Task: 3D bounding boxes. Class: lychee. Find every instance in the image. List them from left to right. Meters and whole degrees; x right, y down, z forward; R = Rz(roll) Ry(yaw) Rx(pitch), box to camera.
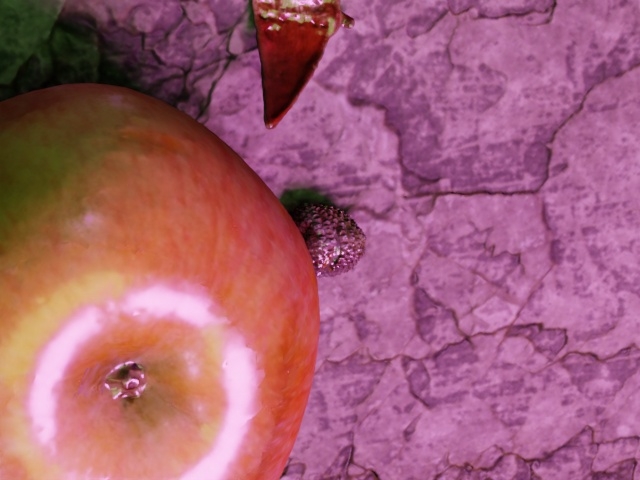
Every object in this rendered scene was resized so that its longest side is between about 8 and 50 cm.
[{"bbox_3d":[0.000,0.000,1.325,0.083,0.068,0.067,7,89,-31],"label":"lychee"}]

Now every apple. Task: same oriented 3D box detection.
[{"bbox_3d":[-0.182,0.076,1.167,0.391,0.346,0.391,-4,107,-15],"label":"apple"}]

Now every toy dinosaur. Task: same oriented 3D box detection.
[{"bbox_3d":[-0.020,-0.267,1.202,0.206,0.113,0.327,26,104,-20],"label":"toy dinosaur"}]
